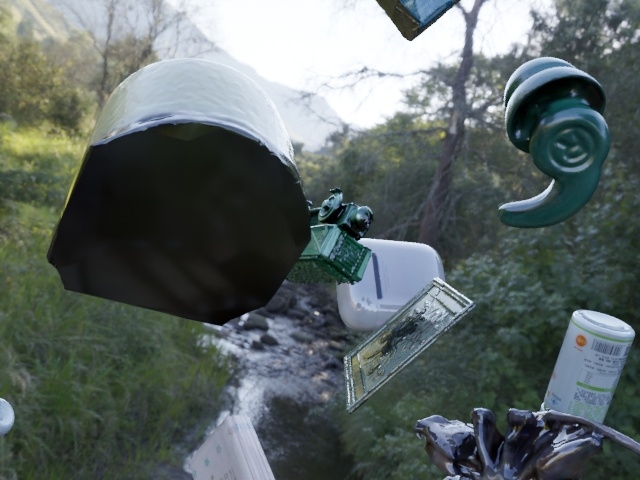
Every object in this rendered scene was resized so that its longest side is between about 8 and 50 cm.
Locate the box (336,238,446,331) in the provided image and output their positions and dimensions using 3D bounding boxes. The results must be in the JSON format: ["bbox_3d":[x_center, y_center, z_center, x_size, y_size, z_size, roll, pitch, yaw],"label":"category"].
[{"bbox_3d":[0.215,0.136,1.831,0.350,0.288,0.141,4,-26,-18],"label":"box"}]

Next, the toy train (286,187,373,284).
[{"bbox_3d":[0.000,0.000,1.128,0.115,0.154,0.270,30,-19,-30],"label":"toy train"}]

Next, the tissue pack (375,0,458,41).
[{"bbox_3d":[0.167,-0.400,0.911,0.120,0.169,0.082,50,-2,-5],"label":"tissue pack"}]

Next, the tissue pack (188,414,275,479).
[{"bbox_3d":[-0.137,0.507,1.128,0.071,0.170,0.325,12,34,-41],"label":"tissue pack"}]

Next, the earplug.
[{"bbox_3d":[0.402,-0.186,1.082,0.164,0.280,0.257,-2,-35,0],"label":"earplug"}]

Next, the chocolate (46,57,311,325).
[{"bbox_3d":[-0.188,-0.090,0.894,0.314,0.326,0.297,18,29,-24],"label":"chocolate"}]

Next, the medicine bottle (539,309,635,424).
[{"bbox_3d":[0.380,0.198,0.879,0.086,0.183,0.086,12,15,-3],"label":"medicine bottle"}]

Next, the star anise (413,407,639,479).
[{"bbox_3d":[0.289,0.343,0.837,0.139,0.315,0.360,-12,34,-44],"label":"star anise"}]

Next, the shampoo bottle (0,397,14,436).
[{"bbox_3d":[-0.653,0.352,1.109,0.074,0.192,0.074,60,10,-18],"label":"shampoo bottle"}]

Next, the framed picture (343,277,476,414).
[{"bbox_3d":[0.094,0.113,0.720,0.010,0.173,0.231,48,2,-1],"label":"framed picture"}]
